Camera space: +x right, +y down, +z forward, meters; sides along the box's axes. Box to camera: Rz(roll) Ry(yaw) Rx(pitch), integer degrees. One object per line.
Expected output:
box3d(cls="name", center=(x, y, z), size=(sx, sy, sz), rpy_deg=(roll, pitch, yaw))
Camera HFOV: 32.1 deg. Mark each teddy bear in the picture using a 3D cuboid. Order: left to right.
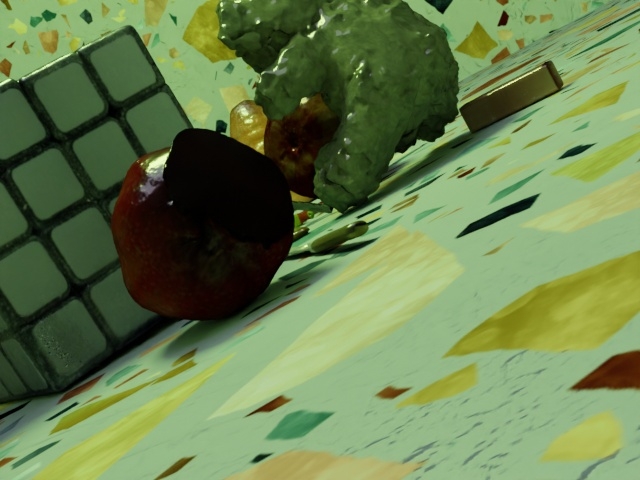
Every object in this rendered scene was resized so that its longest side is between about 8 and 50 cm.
box3d(cls="teddy bear", center=(0.009, -0.257, 1.568), size=(0.357, 0.368, 0.224), rpy_deg=(-44, -16, -47))

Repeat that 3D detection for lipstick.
box3d(cls="lipstick", center=(0.276, -0.208, 1.609), size=(0.145, 0.045, 0.045), rpy_deg=(-25, 9, 27))

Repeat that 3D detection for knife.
box3d(cls="knife", center=(0.001, 0.002, 1.249), size=(0.047, 0.017, 0.298), rpy_deg=(-29, 2, -20))

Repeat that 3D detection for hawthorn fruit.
box3d(cls="hawthorn fruit", center=(-0.131, -0.009, 1.153), size=(0.190, 0.189, 0.251), rpy_deg=(-31, 3, -20))

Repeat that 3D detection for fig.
box3d(cls="fig", center=(0.056, -0.148, 1.765), size=(0.290, 0.190, 0.191), rpy_deg=(8, -12, -26))

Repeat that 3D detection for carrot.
box3d(cls="carrot", center=(-0.089, -0.158, 2.045), size=(0.159, 0.225, 0.159), rpy_deg=(-26, 2, 1))

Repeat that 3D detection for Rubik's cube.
box3d(cls="Rubik's cube", center=(-0.343, -0.024, 1.415), size=(0.337, 0.343, 0.344), rpy_deg=(-37, 10, -32))

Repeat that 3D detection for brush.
box3d(cls="brush", center=(-0.028, -0.033, 1.653), size=(0.021, 0.018, 0.083), rpy_deg=(-21, -1, -35))

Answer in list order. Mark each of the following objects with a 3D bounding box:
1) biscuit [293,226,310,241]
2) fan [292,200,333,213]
box3d(cls="biscuit", center=(-0.098, 0.015, 1.588), size=(0.139, 0.016, 0.231), rpy_deg=(-29, 7, -11))
box3d(cls="fan", center=(-0.160, -0.077, 1.590), size=(0.294, 0.223, 0.012), rpy_deg=(-12, 50, 30))
